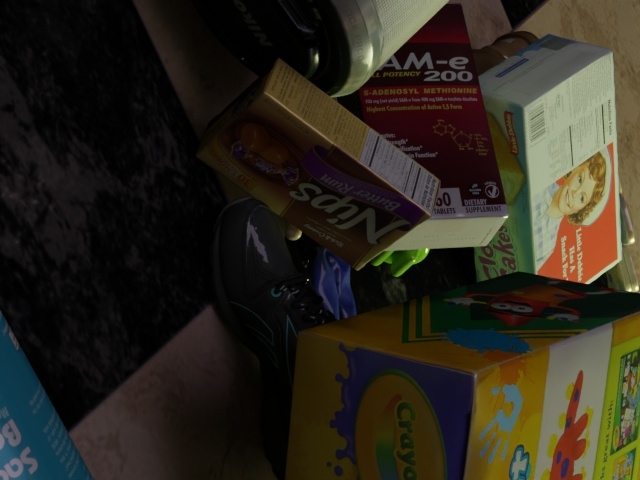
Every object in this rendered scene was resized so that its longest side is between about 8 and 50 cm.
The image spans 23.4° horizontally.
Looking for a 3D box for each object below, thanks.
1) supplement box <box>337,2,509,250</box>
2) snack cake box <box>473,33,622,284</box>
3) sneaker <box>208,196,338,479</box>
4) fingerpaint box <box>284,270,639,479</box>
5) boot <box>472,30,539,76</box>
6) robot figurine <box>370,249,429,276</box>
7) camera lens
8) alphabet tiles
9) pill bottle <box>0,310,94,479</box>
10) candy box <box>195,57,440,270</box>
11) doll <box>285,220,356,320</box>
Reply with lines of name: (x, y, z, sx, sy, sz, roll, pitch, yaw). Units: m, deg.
supplement box: (0.092, -0.113, 1.505, 0.130, 0.073, 0.240, -3, 65, -16)
snack cake box: (0.239, -0.067, 1.648, 0.152, 0.089, 0.264, -33, 128, -34)
sneaker: (-0.012, 0.084, 1.339, 0.101, 0.106, 0.267, -23, 96, -54)
fingerpaint box: (0.122, 0.273, 1.285, 0.371, 0.163, 0.445, -12, 110, -56)
boot: (0.180, -0.106, 1.710, 0.269, 0.089, 0.236, -27, 97, -52)
robot figurine: (0.083, -0.022, 1.544, 0.101, 0.067, 0.115, 27, 51, -11)
camera lens: (0.025, -0.277, 1.366, 0.274, 0.219, 0.219, -45, 117, -24)
alphabet tiles: (0.326, -0.075, 1.843, 0.278, 0.021, 0.284, -10, 85, -87)
pill bottle: (-0.224, 0.154, 0.972, 0.264, 0.146, 0.146, 64, 36, -16)
candy box: (-0.001, -0.063, 1.347, 0.186, 0.109, 0.053, 37, 43, -18)
doll: (0.000, 0.000, 1.436, 0.129, 0.046, 0.189, 9, 70, -60)
